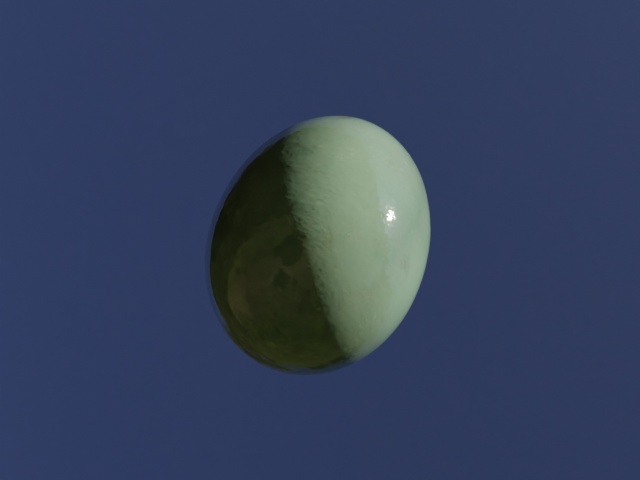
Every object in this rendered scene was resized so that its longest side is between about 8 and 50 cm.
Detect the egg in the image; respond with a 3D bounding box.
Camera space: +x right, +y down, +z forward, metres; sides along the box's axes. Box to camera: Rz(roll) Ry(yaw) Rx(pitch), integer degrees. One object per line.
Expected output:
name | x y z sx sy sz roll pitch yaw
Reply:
egg | 0.000 0.000 1.107 0.168 0.231 0.168 12 -42 11
